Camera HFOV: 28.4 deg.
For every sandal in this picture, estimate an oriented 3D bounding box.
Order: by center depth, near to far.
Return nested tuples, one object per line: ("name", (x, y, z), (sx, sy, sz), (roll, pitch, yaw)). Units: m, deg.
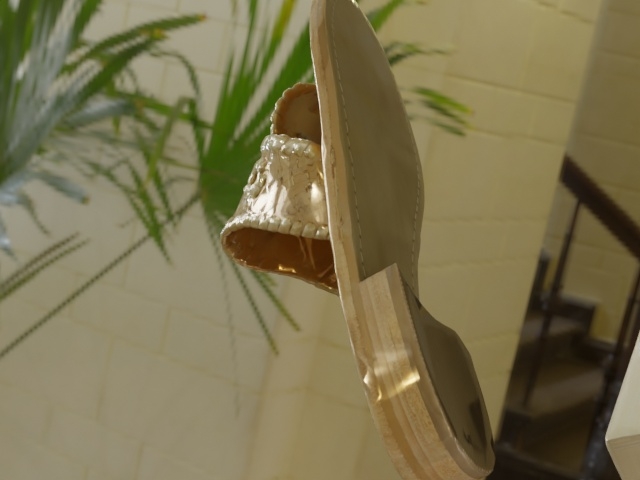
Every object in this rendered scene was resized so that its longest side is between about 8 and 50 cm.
("sandal", (-0.003, -0.004, 0.485), (0.088, 0.079, 0.240), (48, 23, -45))

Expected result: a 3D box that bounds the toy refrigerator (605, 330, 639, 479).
("toy refrigerator", (0.321, 0.125, 1.053), (0.094, 0.102, 0.269), (-19, 15, 30))
